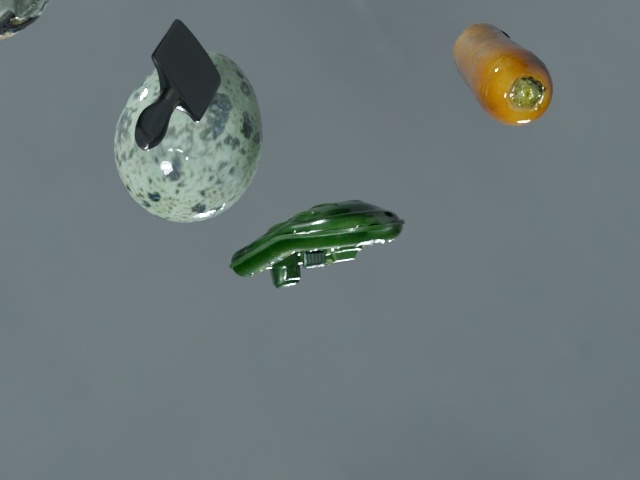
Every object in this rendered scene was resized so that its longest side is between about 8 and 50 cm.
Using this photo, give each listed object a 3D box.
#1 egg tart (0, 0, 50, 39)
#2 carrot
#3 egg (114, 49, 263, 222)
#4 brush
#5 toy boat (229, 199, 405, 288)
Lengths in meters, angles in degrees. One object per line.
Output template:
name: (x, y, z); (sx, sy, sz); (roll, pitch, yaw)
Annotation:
egg tart: (-0.303, -0.252, 1.457); (0.234, 0.234, 0.094); (51, 127, 13)
carrot: (0.160, -0.146, 1.666); (0.067, 0.067, 0.225); (59, -175, -15)
egg: (-0.116, -0.097, 1.703); (0.132, 0.172, 0.132); (9, 147, 6)
brush: (-0.109, -0.109, 1.384); (0.063, 0.016, 0.193); (54, -160, -15)
toy boat: (0.000, 0.000, 1.556); (0.210, 0.104, 0.052); (-23, 74, 63)
